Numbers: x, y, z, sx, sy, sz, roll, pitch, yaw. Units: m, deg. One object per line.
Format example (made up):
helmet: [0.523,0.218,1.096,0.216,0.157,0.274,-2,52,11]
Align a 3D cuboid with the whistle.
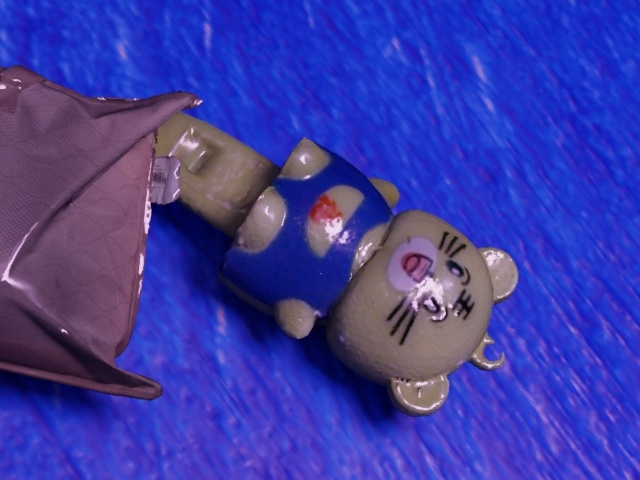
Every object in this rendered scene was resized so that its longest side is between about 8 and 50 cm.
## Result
whistle: [0.000,0.000,0.979,0.227,0.085,0.105,34,66,3]

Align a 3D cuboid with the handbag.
handbag: [-0.198,-0.025,0.919,0.270,0.117,0.183,10,78,-9]
